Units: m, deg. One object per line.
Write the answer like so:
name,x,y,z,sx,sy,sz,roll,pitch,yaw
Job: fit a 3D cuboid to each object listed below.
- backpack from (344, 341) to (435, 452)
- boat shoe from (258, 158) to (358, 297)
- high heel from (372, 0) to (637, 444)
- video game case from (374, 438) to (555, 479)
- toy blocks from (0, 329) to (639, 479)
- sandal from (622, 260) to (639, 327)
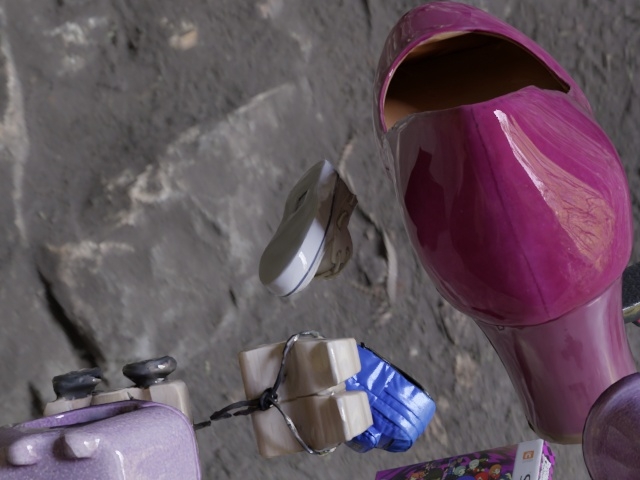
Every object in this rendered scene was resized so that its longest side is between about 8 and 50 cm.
backpack,0.061,0.192,1.465,0.120,0.098,0.101,32,72,1
boat shoe,0.000,0.000,0.567,0.035,0.035,0.100,-42,15,23
high heel,0.079,-0.083,0.662,0.127,0.181,0.377,-22,35,3
video game case,0.151,0.337,1.504,0.232,0.042,0.210,-17,31,28
toy blocks,0.028,0.184,0.389,0.288,0.260,0.309,-11,89,8
sandal,0.266,0.051,1.076,0.179,0.040,0.067,-10,32,-25
